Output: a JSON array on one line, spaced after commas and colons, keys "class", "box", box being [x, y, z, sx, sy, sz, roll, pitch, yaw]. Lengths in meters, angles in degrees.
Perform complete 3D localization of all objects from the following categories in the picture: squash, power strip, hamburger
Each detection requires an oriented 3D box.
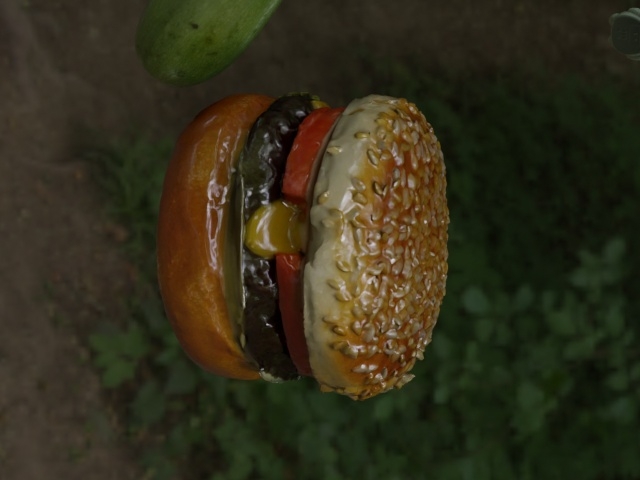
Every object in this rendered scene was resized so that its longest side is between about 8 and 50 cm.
[{"class": "squash", "box": [-0.067, -0.310, 1.476, 0.118, 0.370, 0.118, 36, 21, -16]}, {"class": "power strip", "box": [0.338, -0.214, 1.437, 0.035, 0.083, 0.055, -22, 119, -39]}, {"class": "hamburger", "box": [0.000, 0.000, 1.441, 0.330, 0.250, 0.330, 3, 90, -66]}]
